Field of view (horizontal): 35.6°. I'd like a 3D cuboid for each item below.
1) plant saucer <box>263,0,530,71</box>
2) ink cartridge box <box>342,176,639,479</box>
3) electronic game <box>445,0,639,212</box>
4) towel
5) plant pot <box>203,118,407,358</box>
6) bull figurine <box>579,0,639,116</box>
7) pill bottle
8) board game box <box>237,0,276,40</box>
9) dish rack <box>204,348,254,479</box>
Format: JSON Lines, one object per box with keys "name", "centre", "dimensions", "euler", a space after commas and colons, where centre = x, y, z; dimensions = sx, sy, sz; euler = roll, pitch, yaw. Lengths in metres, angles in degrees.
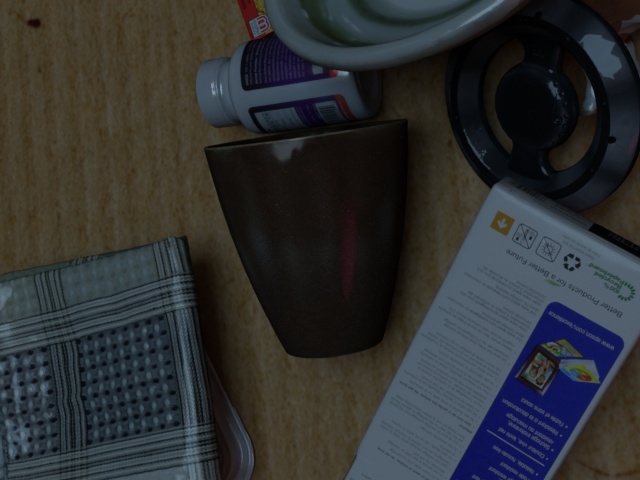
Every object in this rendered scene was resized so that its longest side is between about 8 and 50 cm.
{"name": "plant saucer", "centre": [0.127, -0.314, 0.982], "dimensions": [0.400, 0.100, 0.401], "euler": [-21, 50, 28]}
{"name": "ink cartridge box", "centre": [0.166, 0.141, 0.949], "dimensions": [0.175, 0.069, 0.371], "euler": [30, 109, 15]}
{"name": "electronic game", "centre": [0.216, -0.135, 0.992], "dimensions": [0.229, 0.048, 0.229], "euler": [26, 128, 38]}
{"name": "towel", "centre": [-0.275, 0.170, 1.149], "dimensions": [0.324, 0.056, 0.312], "euler": [-13, 81, 22]}
{"name": "plant pot", "centre": [0.000, 0.000, 1.055], "dimensions": [0.215, 0.215, 0.231], "euler": [-5, 98, 22]}
{"name": "bull figurine", "centre": [0.306, -0.235, 0.961], "dimensions": [0.310, 0.101, 0.189], "euler": [-11, 103, 42]}
{"name": "pill bottle", "centre": [-0.037, -0.178, 1.120], "dimensions": [0.193, 0.108, 0.108], "euler": [-5, 84, 22]}
{"name": "board game box", "centre": [-0.012, -0.330, 1.154], "dimensions": [0.193, 0.045, 0.147], "euler": [-24, 78, 19]}
{"name": "dish rack", "centre": [-0.261, 0.205, 1.209], "dimensions": [0.285, 0.072, 0.333], "euler": [-33, 73, 18]}
